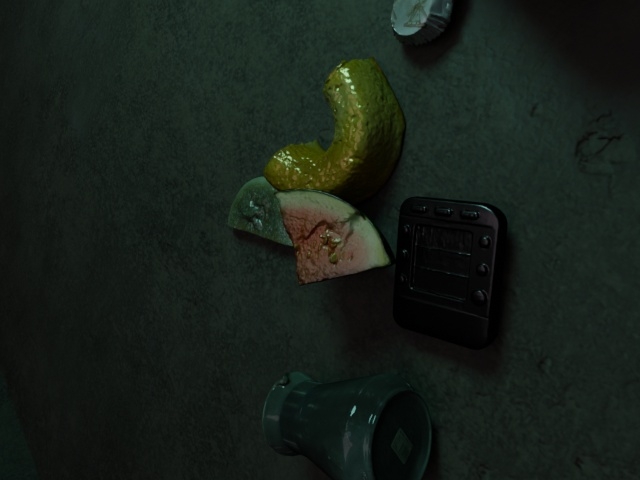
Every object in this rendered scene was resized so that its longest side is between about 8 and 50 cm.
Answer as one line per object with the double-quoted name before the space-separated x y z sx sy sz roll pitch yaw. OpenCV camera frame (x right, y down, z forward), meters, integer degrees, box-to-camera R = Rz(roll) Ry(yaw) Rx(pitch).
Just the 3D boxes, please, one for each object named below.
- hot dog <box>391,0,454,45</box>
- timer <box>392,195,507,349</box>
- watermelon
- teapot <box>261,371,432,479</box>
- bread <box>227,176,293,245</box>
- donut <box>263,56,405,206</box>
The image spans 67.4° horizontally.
"hot dog" 0.147 -0.361 0.639 0.099 0.053 0.192 16 99 37
"timer" 0.171 0.039 0.641 0.144 0.055 0.187 12 104 41
"watermelon" 0.015 -0.013 0.694 0.193 0.137 0.145 -26 79 66
"teapot" 0.039 0.286 0.708 0.225 0.171 0.203 -6 119 47
"bread" -0.102 -0.061 0.873 0.193 0.036 0.112 17 102 38
"donut" 0.033 -0.134 0.726 0.152 0.101 0.259 49 117 20
